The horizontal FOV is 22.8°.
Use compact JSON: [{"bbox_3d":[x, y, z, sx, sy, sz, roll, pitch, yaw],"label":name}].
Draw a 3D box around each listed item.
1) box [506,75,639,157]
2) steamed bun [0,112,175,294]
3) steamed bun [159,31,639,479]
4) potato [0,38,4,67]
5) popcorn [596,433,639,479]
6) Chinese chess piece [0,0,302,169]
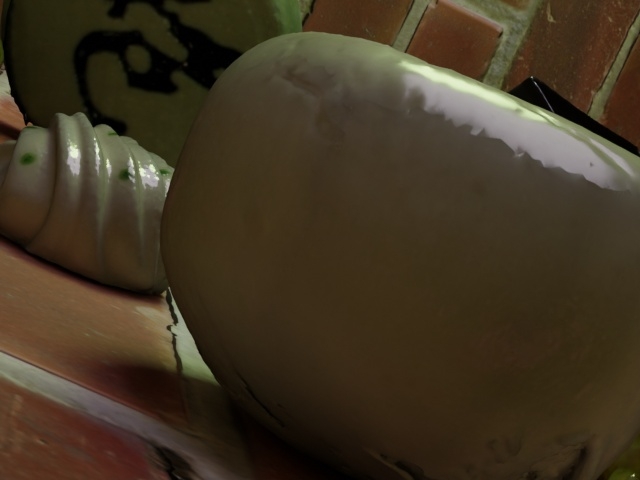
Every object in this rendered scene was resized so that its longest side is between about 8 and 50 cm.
[{"bbox_3d":[0.242,0.022,1.614,0.345,0.204,0.251,17,45,-61],"label":"box"},{"bbox_3d":[-0.172,-0.035,1.222,0.183,0.106,0.183,25,6,-3],"label":"steamed bun"},{"bbox_3d":[0.049,0.028,0.943,0.312,0.233,0.334,24,-4,4],"label":"steamed bun"},{"bbox_3d":[-0.463,-0.238,1.723,0.248,0.143,0.169,29,41,-18],"label":"potato"},{"bbox_3d":[0.327,0.131,1.256,0.293,0.237,0.293,24,1,0],"label":"popcorn"},{"bbox_3d":[-0.195,-0.234,1.840,0.349,0.349,0.146,25,21,-11],"label":"Chinese chess piece"}]
